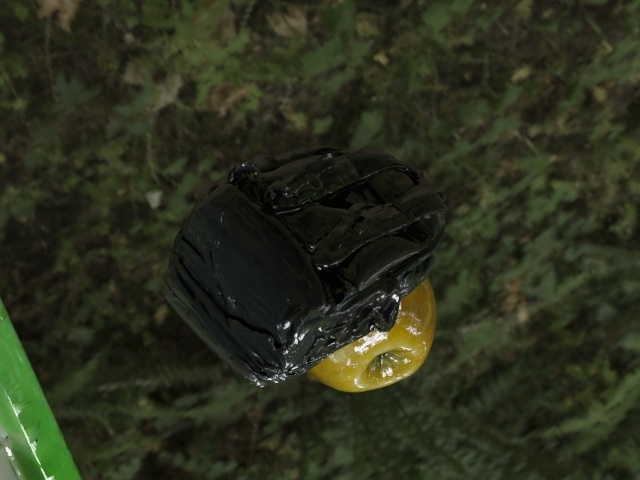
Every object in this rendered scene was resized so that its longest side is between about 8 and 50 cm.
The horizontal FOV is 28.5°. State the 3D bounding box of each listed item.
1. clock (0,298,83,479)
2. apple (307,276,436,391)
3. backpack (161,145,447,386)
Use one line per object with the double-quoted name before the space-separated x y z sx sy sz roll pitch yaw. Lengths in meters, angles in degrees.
"clock" -0.166 0.146 0.292 0.255 0.106 0.219 -39 123 -39
"apple" 0.040 0.076 1.338 0.183 0.155 0.182 -18 153 -9
"backpack" 0.000 0.000 1.124 0.258 0.206 0.133 -29 157 -38
